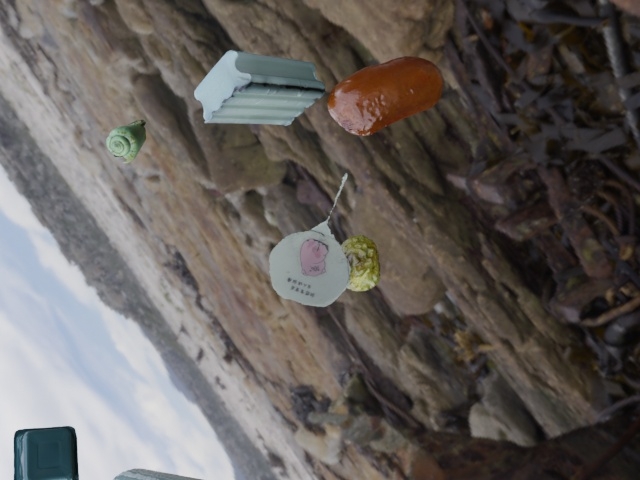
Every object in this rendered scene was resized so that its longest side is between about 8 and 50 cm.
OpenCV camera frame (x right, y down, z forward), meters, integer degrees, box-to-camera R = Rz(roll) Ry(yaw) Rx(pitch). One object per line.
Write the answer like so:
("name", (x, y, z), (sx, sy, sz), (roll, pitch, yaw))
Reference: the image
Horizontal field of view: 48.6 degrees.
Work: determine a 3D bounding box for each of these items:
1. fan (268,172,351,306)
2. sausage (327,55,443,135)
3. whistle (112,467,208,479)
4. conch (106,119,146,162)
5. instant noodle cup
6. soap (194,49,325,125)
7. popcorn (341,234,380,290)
("fan", (0.000, 0.000, 1.477), (0.182, 0.310, 0.010), (18, -159, -4))
("sausage", (0.136, -0.300, 1.447), (0.133, 0.258, 0.133), (58, 163, 30))
("whistle", (-0.199, 0.348, 0.962), (0.312, 0.062, 0.062), (-13, 114, 48))
("conch", (-0.522, -0.270, 1.948), (0.079, 0.170, 0.106), (14, 117, 10))
("instant noodle cup", (-0.694, 0.553, 1.801), (0.070, 0.157, 0.179), (-53, 43, 48))
("soap", (-0.124, -0.322, 1.517), (0.150, 0.261, 0.094), (-32, 75, 39))
("popcorn", (0.077, 0.050, 1.551), (0.116, 0.106, 0.121), (-86, -6, -70))
